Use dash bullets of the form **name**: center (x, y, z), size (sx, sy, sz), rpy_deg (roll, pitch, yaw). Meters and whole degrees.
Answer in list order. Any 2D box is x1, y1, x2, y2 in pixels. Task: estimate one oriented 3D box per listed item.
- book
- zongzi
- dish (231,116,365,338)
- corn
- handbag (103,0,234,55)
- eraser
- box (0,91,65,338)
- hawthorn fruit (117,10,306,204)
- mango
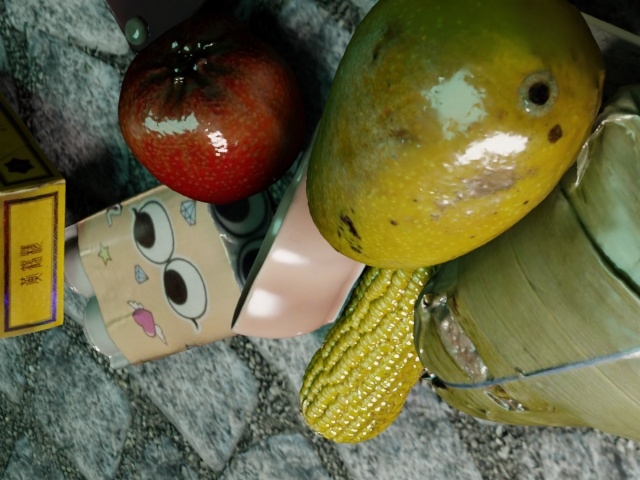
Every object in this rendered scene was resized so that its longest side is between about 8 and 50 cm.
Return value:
- **book**: center (0.190, -0.108, 1.252), size (0.172, 0.118, 0.012), rpy_deg (-45, 33, 48)
- **zongzi**: center (0.259, 0.117, 1.238), size (0.393, 0.174, 0.356), rpy_deg (56, 140, 9)
- **dish**: center (0.000, 0.000, 1.478), size (0.090, 0.213, 0.213), rpy_deg (24, 134, -4)
- **corn**: center (0.066, 0.081, 1.485), size (0.106, 0.106, 0.293), rpy_deg (46, 133, 18)
- **handbag**: center (-0.159, -0.299, 1.524), size (0.216, 0.074, 0.203), rpy_deg (56, 139, 7)
- **eraser**: center (-0.154, 0.030, 1.689), size (0.290, 0.087, 0.171), rpy_deg (-19, 92, 50)
- **box**: center (-0.376, -0.057, 1.809), size (0.301, 0.084, 0.193), rpy_deg (48, 142, 44)
- **hawthorn fruit**: center (-0.096, -0.111, 1.500), size (0.169, 0.169, 0.188), rpy_deg (31, 157, 31)
- **mango**: center (0.073, -0.077, 1.174), size (0.175, 0.176, 0.329), rpy_deg (39, 139, -9)
